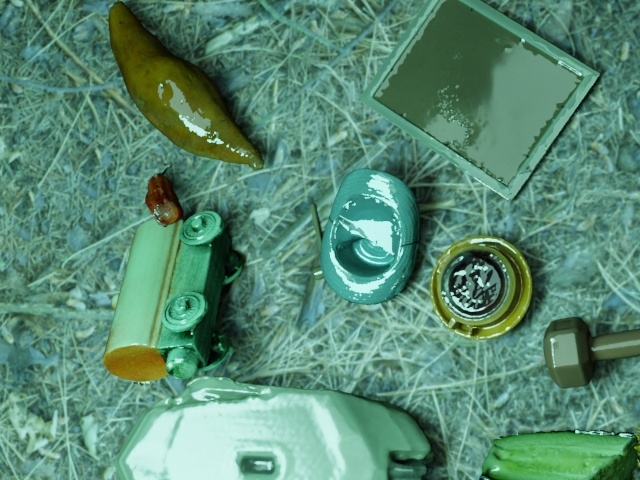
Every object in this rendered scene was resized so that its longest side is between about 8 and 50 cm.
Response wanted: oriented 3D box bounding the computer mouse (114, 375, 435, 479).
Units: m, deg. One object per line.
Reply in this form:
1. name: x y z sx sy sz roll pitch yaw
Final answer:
1. computer mouse: -0.060 0.310 1.931 0.428 0.145 0.228 2 74 8

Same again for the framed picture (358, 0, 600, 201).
1. framed picture: 0.218 -0.211 1.989 0.273 0.016 0.216 37 93 21

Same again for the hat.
1. hat: 0.075 -0.008 1.975 0.138 0.078 0.191 19 106 21

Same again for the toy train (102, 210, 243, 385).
1. toy train: -0.209 0.076 1.990 0.177 0.116 0.285 -9 46 17

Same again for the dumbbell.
1. dumbbell: 0.401 0.131 1.830 0.230 0.092 0.082 -10 105 16

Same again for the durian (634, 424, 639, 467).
1. durian: 0.507 0.247 1.750 0.249 0.138 0.183 10 48 8

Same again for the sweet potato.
1. sweet potato: -0.214 -0.214 2.093 0.359 0.112 0.112 42 95 18

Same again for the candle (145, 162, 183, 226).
1. candle: -0.229 -0.071 2.060 0.053 0.162 0.048 3 112 -14

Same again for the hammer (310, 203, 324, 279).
1. hammer: 0.000 0.000 2.030 0.035 0.019 0.110 -17 70 16

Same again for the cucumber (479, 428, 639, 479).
1. cucumber: 0.306 0.301 1.836 0.193 0.086 0.115 4 38 21

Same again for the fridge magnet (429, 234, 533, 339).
1. fridge magnet: 0.213 0.062 1.917 0.143 0.063 0.143 -3 81 22
